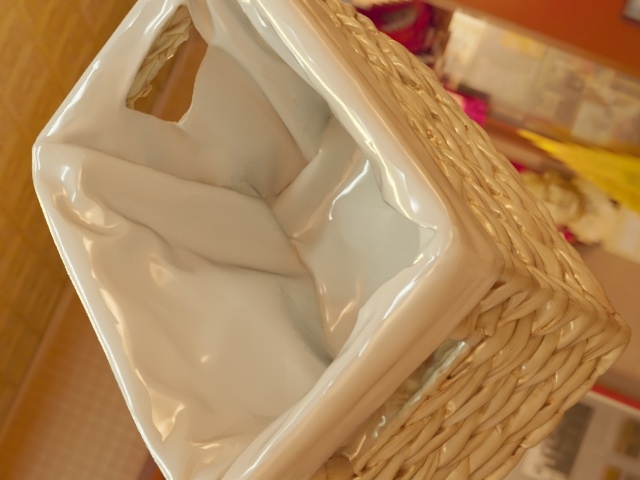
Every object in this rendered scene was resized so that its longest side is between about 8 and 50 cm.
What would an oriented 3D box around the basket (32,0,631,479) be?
[{"bbox_3d":[0.000,0.000,0.449,0.103,0.167,0.113,21,-63,-45],"label":"basket"}]
